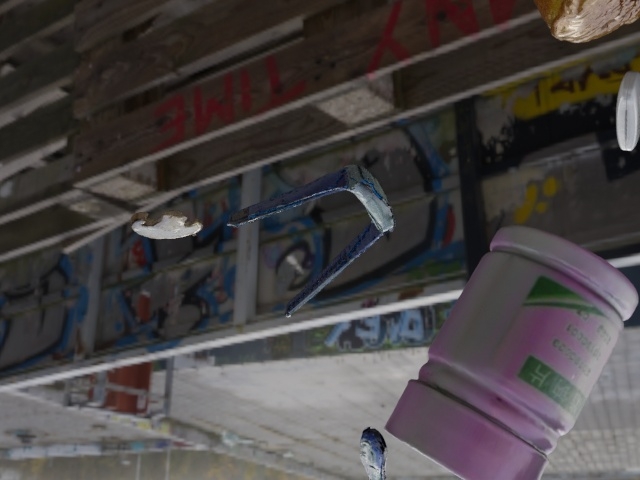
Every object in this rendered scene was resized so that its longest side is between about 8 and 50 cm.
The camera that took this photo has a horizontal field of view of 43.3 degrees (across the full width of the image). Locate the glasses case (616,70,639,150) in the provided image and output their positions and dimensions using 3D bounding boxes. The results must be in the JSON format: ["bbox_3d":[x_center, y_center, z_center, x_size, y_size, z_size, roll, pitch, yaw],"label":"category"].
[{"bbox_3d":[0.630,-0.261,1.641,0.049,0.074,0.193,11,149,28],"label":"glasses case"}]

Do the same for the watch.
[{"bbox_3d":[0.010,0.005,1.475,0.275,0.068,0.276,-24,132,6],"label":"watch"}]

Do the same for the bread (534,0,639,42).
[{"bbox_3d":[0.401,-0.373,1.233,0.260,0.129,0.134,-6,147,-52],"label":"bread"}]

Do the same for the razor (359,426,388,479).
[{"bbox_3d":[0.087,0.354,1.122,0.093,0.056,0.324,29,153,32],"label":"razor"}]

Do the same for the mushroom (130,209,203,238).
[{"bbox_3d":[-0.204,-0.022,1.069,0.101,0.019,0.049,6,141,-35],"label":"mushroom"}]

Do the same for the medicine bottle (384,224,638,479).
[{"bbox_3d":[0.252,0.164,1.067,0.212,0.325,0.212,31,171,6],"label":"medicine bottle"}]
